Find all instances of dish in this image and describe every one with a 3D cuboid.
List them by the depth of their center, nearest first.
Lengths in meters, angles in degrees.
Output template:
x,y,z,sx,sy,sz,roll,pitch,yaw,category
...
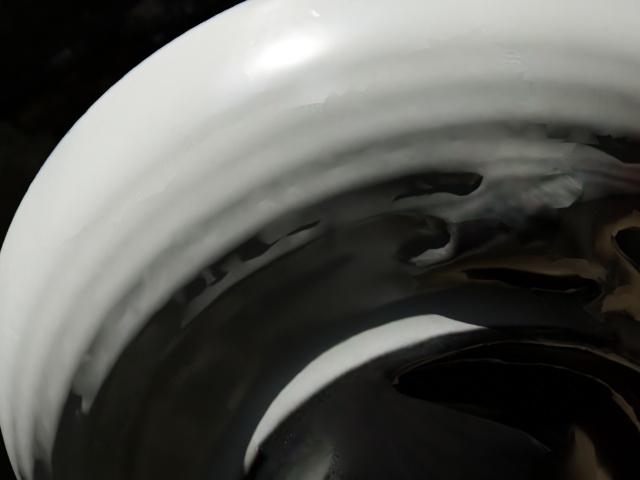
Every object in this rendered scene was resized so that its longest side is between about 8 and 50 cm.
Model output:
x,y,z,sx,sy,sz,roll,pitch,yaw,category
0.041,0.065,0.544,0.273,0.273,0.134,-28,39,11,dish
